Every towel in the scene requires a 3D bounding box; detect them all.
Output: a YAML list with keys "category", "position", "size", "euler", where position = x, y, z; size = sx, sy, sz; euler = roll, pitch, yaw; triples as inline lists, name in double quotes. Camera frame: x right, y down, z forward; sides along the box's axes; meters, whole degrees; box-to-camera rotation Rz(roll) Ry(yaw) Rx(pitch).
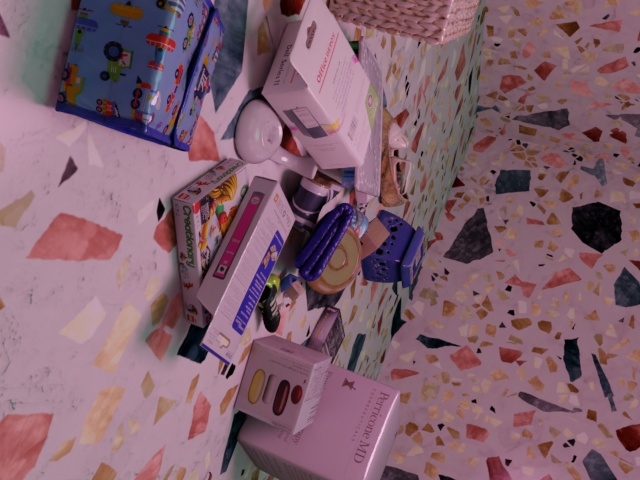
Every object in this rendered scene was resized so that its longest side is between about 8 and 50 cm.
- category: "towel"
  position: [0.000, 0.000, 1.576]
  size: [0.227, 0.076, 0.308]
  euler: [-61, -177, -2]

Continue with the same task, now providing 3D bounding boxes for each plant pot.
- category: "plant pot"
  position: [0.045, 0.054, 1.800]
  size: [0.236, 0.032, 0.236]
  euler: [-8, 103, -36]
- category: "plant pot"
  position: [0.311, 0.048, 2.417]
  size: [0.236, 0.212, 0.236]
  euler: [-62, 158, -25]

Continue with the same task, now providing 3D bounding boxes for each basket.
- category: "basket"
  position: [0.229, -0.664, 1.435]
  size: [0.331, 0.328, 0.266]
  euler: [-44, 150, -54]

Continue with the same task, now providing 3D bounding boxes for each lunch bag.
- category: "lunch bag"
  position: [-0.234, -0.258, 0.872]
  size: [0.293, 0.138, 0.221]
  euler: [-10, 115, -82]

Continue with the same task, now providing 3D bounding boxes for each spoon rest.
- category: "spoon rest"
  position: [-0.105, -0.215, 1.308]
  size: [0.276, 0.084, 0.137]
  euler: [30, 77, -56]

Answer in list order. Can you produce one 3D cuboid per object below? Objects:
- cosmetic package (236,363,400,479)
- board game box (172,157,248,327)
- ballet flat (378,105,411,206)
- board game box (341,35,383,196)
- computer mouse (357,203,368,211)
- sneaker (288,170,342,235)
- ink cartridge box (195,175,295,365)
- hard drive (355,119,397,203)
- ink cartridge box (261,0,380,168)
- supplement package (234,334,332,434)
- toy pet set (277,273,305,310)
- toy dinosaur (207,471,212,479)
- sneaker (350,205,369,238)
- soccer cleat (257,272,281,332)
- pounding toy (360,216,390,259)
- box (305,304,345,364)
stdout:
- category: "cosmetic package"
  position: [0.013, 0.599, 1.818]
  size: [0.327, 0.394, 0.329]
  euler: [80, 32, -52]
- category: "board game box"
  position: [-0.216, 0.006, 1.202]
  size: [0.193, 0.053, 0.305]
  euler: [-50, 150, -49]
- category: "ballet flat"
  position: [0.240, -0.280, 1.905]
  size: [0.123, 0.123, 0.348]
  euler: [-36, 124, -59]
- category: "board game box"
  position: [0.124, -0.327, 1.649]
  size: [0.390, 0.050, 0.390]
  euler: [-6, 98, -76]
- category: "computer mouse"
  position: [0.147, -0.145, 2.072]
  size: [0.193, 0.042, 0.106]
  euler: [-61, 153, -15]
- category: "sneaker"
  position: [-0.023, -0.104, 1.571]
  size: [0.153, 0.099, 0.282]
  euler: [-64, 173, 12]
- category: "ink cartridge box"
  position: [-0.163, 0.064, 1.219]
  size: [0.176, 0.069, 0.371]
  euler: [68, 40, -63]
- category: "hard drive"
  position: [0.198, -0.281, 2.004]
  size: [0.353, 0.047, 0.233]
  euler: [-35, 123, -60]
- category: "ink cartridge box"
  position: [-0.004, -0.339, 1.273]
  size: [0.353, 0.119, 0.207]
  euler: [47, 52, -50]
- category: "supplement package"
  position: [-0.103, 0.399, 1.631]
  size: [0.149, 0.194, 0.203]
  euler: [9, 98, -70]
- category: "toy pet set"
  position: [-0.108, 0.152, 1.645]
  size: [0.114, 0.065, 0.122]
  euler: [-43, 172, 29]
- category: "toy dinosaur"
  position: [-0.312, 0.682, 1.548]
  size: [0.082, 0.047, 0.090]
  euler: [-60, 177, 23]
- category: "sneaker"
  position: [0.044, -0.002, 1.875]
  size: [0.125, 0.104, 0.262]
  euler: [43, 71, -37]
- category: "soccer cleat"
  position: [-0.143, 0.172, 1.547]
  size: [0.072, 0.060, 0.179]
  euler: [-28, 126, -50]
- category: "pounding toy"
  position: [0.123, 0.026, 2.059]
  size: [0.181, 0.094, 0.206]
  euler: [-38, -177, 36]
- category: "box"
  position: [0.023, 0.372, 2.151]
  size: [0.183, 0.056, 0.231]
  euler: [-61, 157, -27]
